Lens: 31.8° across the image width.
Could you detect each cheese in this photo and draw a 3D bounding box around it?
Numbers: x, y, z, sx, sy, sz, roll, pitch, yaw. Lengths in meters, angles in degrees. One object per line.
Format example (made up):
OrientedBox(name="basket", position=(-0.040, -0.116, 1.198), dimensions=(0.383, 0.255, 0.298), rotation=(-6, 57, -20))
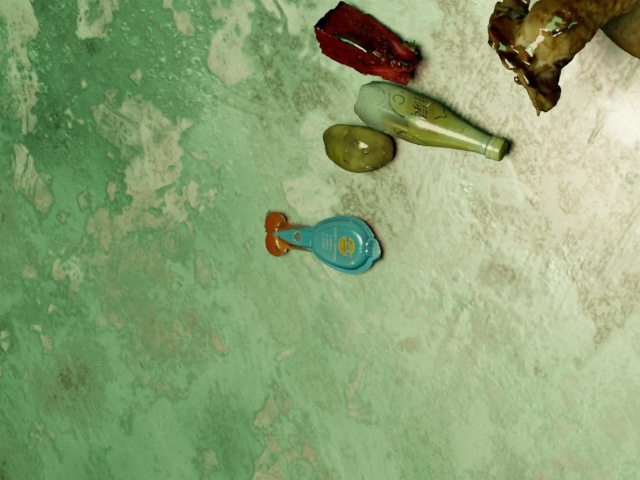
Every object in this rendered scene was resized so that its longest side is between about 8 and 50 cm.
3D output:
OrientedBox(name="cheese", position=(0.000, 0.000, 2.045), dimensions=(0.256, 0.037, 0.106), rotation=(10, 103, 33))

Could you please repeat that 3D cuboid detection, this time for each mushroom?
OrientedBox(name="mushroom", position=(0.415, -0.393, 1.530), dimensions=(0.334, 0.356, 0.331), rotation=(129, 128, -60))

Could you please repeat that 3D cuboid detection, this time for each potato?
OrientedBox(name="potato", position=(0.061, -0.159, 1.948), dimensions=(0.138, 0.070, 0.091), rotation=(4, 139, 35))

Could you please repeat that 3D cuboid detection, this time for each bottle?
OrientedBox(name="bottle", position=(0.183, -0.191, 1.859), dimensions=(0.270, 0.083, 0.083), rotation=(25, 112, 26))

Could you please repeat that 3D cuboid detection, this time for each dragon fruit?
OrientedBox(name="dragon fruit", position=(0.086, -0.337, 1.885), dimensions=(0.192, 0.122, 0.092), rotation=(30, 82, 26))
